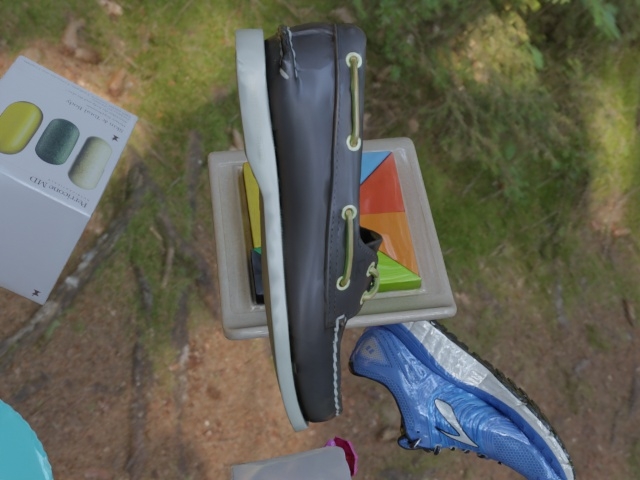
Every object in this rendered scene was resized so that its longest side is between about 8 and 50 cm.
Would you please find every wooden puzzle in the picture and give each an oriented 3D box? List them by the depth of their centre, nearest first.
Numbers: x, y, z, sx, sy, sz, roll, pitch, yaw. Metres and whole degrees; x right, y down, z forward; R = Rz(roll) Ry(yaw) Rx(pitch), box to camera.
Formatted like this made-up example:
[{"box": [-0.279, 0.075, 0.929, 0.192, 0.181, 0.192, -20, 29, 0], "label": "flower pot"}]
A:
[{"box": [0.005, -0.016, 0.828, 0.221, 0.044, 0.238, -5, 54, -7], "label": "wooden puzzle"}]

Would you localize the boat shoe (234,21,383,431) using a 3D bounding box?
[{"box": [0.000, 0.000, 0.450, 0.081, 0.069, 0.227, -109, -168, -69], "label": "boat shoe"}]

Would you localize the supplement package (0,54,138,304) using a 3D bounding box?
[{"box": [-0.420, -0.091, 1.214, 0.199, 0.198, 0.262, 27, 36, -16], "label": "supplement package"}]

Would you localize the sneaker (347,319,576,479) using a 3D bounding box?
[{"box": [0.174, 0.218, 1.049, 0.330, 0.147, 0.130, 40, 6, 8], "label": "sneaker"}]

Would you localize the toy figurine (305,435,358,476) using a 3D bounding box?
[{"box": [-0.005, 0.414, 1.497, 0.159, 0.130, 0.173, -45, 138, -21], "label": "toy figurine"}]

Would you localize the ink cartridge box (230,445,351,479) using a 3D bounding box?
[{"box": [-0.008, 0.398, 0.837, 0.226, 0.131, 0.306, -119, -160, -76], "label": "ink cartridge box"}]

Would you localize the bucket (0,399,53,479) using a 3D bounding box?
[{"box": [-0.407, 0.265, 0.805, 0.281, 0.183, 0.281, 15, 65, -37], "label": "bucket"}]
